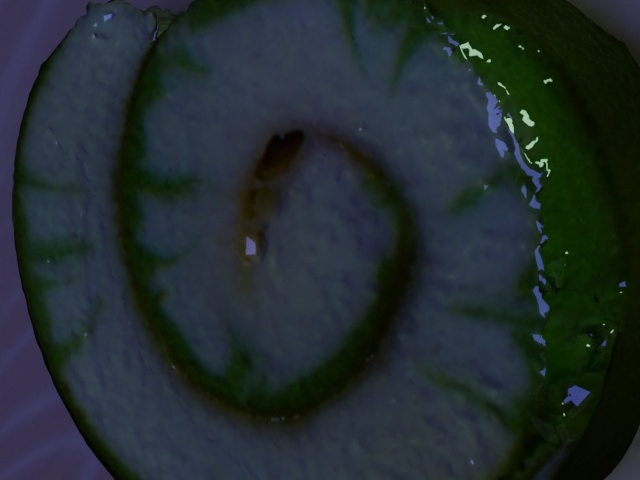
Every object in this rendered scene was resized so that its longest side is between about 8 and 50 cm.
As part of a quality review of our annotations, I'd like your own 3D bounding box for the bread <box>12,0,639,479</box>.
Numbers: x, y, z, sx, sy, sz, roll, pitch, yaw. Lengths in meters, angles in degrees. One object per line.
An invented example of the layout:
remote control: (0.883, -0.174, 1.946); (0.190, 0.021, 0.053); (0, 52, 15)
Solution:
bread: (0.000, 0.000, 0.940); (0.382, 0.129, 0.366); (45, 125, 20)
